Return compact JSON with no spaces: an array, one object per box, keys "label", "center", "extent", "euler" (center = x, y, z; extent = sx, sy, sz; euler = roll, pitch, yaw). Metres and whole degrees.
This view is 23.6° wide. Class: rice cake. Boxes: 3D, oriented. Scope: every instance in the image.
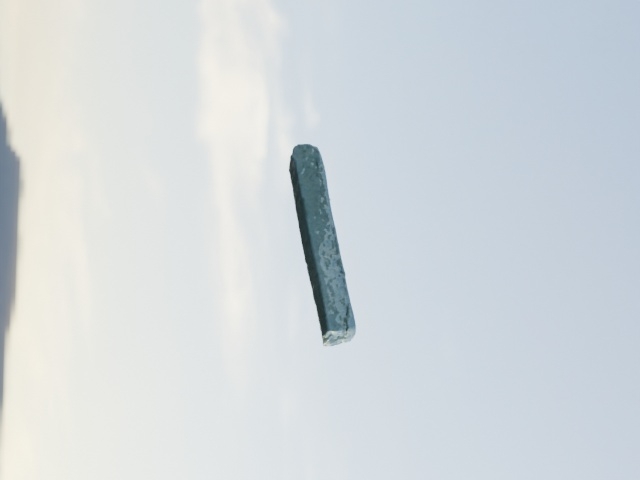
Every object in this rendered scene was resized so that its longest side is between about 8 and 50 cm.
[{"label":"rice cake","center":[0.000,0.000,1.672],"extent":[0.045,0.042,0.245],"euler":[95,-13,-57]}]
